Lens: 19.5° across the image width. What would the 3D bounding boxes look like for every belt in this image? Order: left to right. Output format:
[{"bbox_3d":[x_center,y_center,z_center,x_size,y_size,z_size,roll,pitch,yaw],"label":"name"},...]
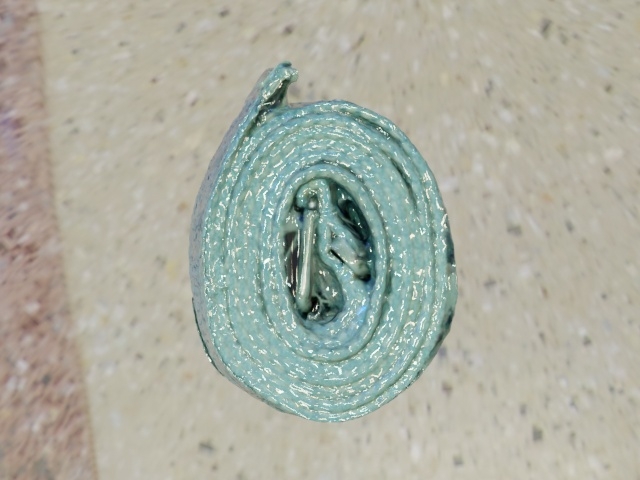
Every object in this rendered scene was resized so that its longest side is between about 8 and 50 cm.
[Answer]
[{"bbox_3d":[-0.001,0.009,0.976,0.147,0.082,0.163,26,88,-13],"label":"belt"}]
